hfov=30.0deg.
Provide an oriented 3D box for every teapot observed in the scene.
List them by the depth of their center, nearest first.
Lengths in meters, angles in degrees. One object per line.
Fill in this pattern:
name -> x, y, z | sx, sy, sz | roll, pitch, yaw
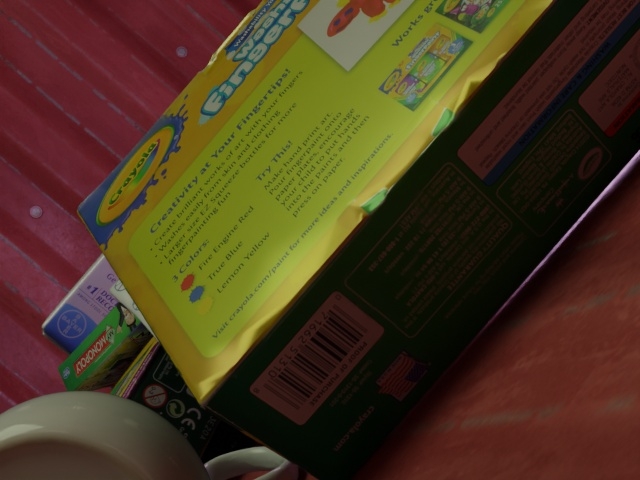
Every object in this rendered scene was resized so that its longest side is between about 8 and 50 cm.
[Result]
teapot -> -0.189, 0.232, 1.031 | 0.252, 0.256, 0.187 | -58, -3, 14

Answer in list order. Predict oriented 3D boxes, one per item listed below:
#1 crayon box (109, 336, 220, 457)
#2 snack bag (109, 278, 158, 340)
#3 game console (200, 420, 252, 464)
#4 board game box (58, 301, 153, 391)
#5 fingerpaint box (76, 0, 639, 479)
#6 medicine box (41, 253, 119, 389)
crayon box -> -0.231, 0.279, 1.308 | 0.362, 0.106, 0.313 | -62, 8, -30
snack bag -> -0.031, 0.009, 1.182 | 0.323, 0.037, 0.342 | -45, 40, -6
game console -> -0.016, 0.114, 1.339 | 0.361, 0.044, 0.213 | -49, 5, 0
board game box -> -0.155, 0.107, 1.554 | 0.317, 0.046, 0.213 | -9, -24, -43
fingerpaint box -> 0.038, -0.082, 0.999 | 0.445, 0.163, 0.371 | -49, 34, 1
medicine box -> -0.245, 0.109, 1.880 | 0.289, 0.263, 0.149 | -51, 7, -9
